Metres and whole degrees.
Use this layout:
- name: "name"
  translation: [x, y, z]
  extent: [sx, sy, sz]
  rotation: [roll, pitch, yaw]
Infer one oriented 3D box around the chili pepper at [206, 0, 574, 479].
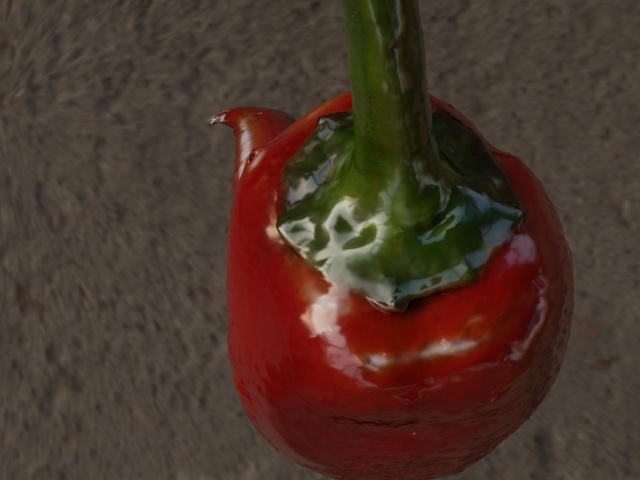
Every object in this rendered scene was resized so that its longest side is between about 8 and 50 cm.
- name: "chili pepper"
  translation: [0.003, 0.006, 0.476]
  extent: [0.092, 0.368, 0.137]
  rotation: [-31, 91, -8]
